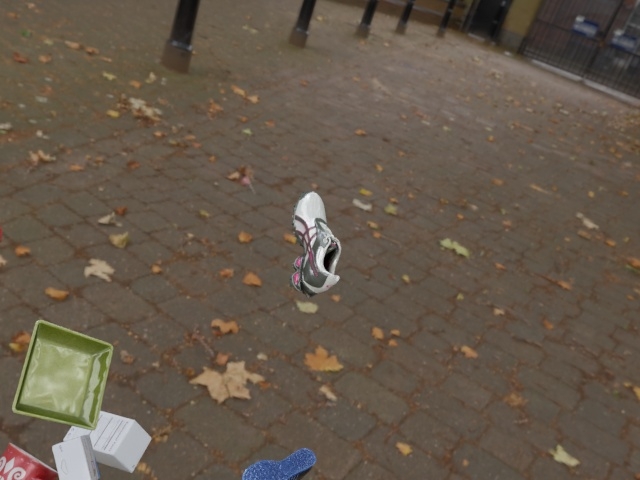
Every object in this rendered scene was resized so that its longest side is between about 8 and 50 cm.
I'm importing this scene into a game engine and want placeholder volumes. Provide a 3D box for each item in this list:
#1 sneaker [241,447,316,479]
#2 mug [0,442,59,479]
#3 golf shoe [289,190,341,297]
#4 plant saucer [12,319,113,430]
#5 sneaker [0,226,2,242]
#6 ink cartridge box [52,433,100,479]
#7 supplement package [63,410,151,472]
[{"bbox_3d":[-0.118,0.637,1.745,0.232,0.090,0.081,-4,44,-38],"label":"sneaker"},{"bbox_3d":[-0.572,0.472,1.168,0.113,0.150,0.169,39,63,-13],"label":"mug"},{"bbox_3d":[0.000,0.000,1.551,0.105,0.120,0.272,22,59,-44],"label":"golf shoe"},{"bbox_3d":[-0.536,0.282,1.334,0.188,0.045,0.188,33,51,-43],"label":"plant saucer"},{"bbox_3d":[-0.526,-0.027,0.953,0.107,0.118,0.279,-18,27,-21],"label":"sneaker"},{"bbox_3d":[-0.447,0.409,1.186,0.052,0.122,0.088,-17,80,-14],"label":"ink cartridge box"},{"bbox_3d":[-0.563,0.527,1.712,0.179,0.105,0.105,6,49,26],"label":"supplement package"}]
